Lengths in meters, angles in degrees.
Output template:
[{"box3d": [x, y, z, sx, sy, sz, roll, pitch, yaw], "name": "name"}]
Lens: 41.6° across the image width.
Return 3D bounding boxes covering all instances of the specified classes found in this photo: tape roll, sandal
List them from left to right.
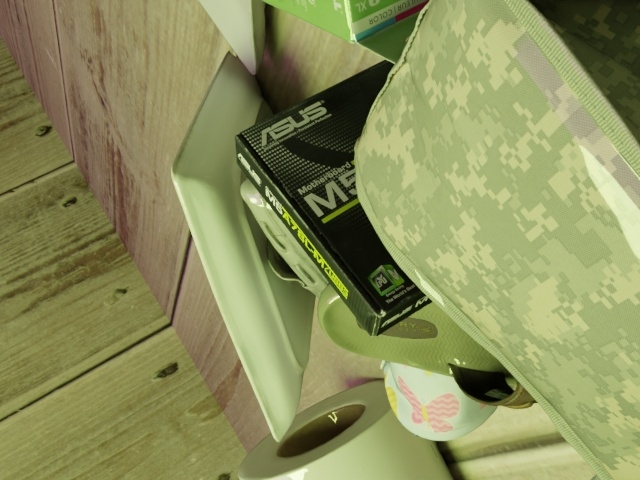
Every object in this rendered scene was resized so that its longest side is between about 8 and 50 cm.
[{"box3d": [0.037, 0.315, 1.095, 0.169, 0.246, 0.246, 63, 159, -4], "name": "tape roll"}, {"box3d": [0.133, 0.087, 0.648, 0.302, 0.086, 0.120, 1, 126, 25], "name": "sandal"}]

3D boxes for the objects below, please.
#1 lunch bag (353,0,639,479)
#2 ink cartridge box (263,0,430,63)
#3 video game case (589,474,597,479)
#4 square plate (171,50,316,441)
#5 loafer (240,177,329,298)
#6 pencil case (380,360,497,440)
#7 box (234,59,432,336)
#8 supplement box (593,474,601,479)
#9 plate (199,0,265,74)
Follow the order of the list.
[{"box3d": [0.155, -0.027, 0.452, 0.287, 0.169, 0.235, 46, 157, 7], "name": "lunch bag"}, {"box3d": [0.034, -0.204, 0.618, 0.209, 0.109, 0.062, 39, 151, 45], "name": "ink cartridge box"}, {"box3d": [0.328, 0.357, 0.729, 0.269, 0.061, 0.244, 43, 154, 39], "name": "video game case"}, {"box3d": [-0.065, -0.010, 0.981, 0.344, 0.049, 0.347, -82, -21, -59], "name": "square plate"}, {"box3d": [0.000, 0.000, 0.871, 0.319, 0.111, 0.112, 68, -161, -63], "name": "loafer"}, {"box3d": [0.107, 0.063, 0.788, 0.124, 0.113, 0.273, 37, 149, 41], "name": "pencil case"}, {"box3d": [0.062, -0.049, 0.638, 0.184, 0.190, 0.045, 53, 160, 22], "name": "box"}, {"box3d": [0.258, 0.258, 0.540, 0.220, 0.114, 0.111, 34, -168, 9], "name": "supplement box"}, {"box3d": [-0.127, -0.341, 0.860, 0.278, 0.045, 0.277, 56, 168, 12], "name": "plate"}]
